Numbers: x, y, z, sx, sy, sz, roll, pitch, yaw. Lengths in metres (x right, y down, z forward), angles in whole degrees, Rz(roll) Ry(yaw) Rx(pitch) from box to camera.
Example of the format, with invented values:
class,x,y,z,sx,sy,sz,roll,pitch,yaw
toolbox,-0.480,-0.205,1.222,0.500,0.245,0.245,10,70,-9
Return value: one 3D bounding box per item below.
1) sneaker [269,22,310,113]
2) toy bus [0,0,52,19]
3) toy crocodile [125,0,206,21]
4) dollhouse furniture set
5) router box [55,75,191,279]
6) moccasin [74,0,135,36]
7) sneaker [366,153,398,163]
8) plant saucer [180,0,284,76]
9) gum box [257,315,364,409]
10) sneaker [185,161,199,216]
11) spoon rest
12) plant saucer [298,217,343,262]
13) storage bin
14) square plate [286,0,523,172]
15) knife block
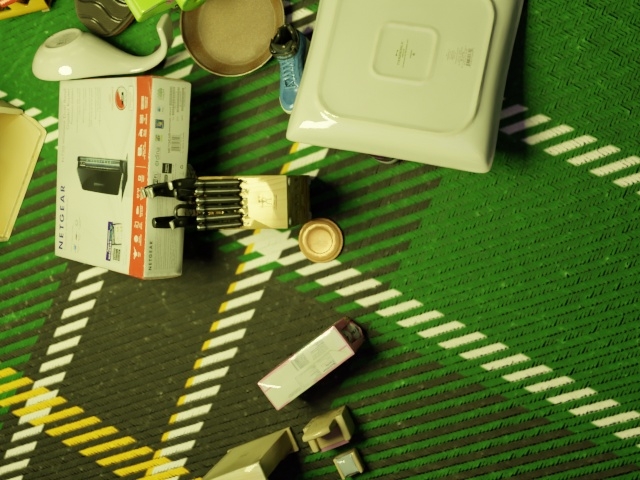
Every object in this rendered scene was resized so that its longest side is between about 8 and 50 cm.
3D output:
class,x,y,z,sx,sy,sz,roll,pitch,yaw
sneaker,-0.057,-0.302,1.360,0.058,0.084,0.152,2,76,26
toy bus,-0.542,-0.480,1.469,0.202,0.104,0.191,28,64,28
toy crocodile,-0.186,-0.490,1.347,0.340,0.105,0.115,-36,87,-2
dollhouse furniture set,-0.037,0.504,1.393,0.286,0.198,0.303,-24,90,14
router box,-0.361,-0.117,1.402,0.301,0.082,0.335,8,97,43
moccasin,-0.336,-0.542,1.401,0.139,0.147,0.380,22,119,-5
sneaker,0.045,-0.208,1.360,0.224,0.098,0.083,27,101,9
plant saucer,-0.156,-0.396,1.422,0.199,0.036,0.198,1,96,14
gum box,-0.011,0.214,1.406,0.188,0.107,0.062,-38,86,14
sneaker,-0.285,-0.127,1.461,0.088,0.093,0.225,-35,70,52
spoon rest,-0.389,-0.337,1.406,0.276,0.137,0.084,-6,133,16
plant saucer,0.000,0.000,1.433,0.083,0.013,0.083,1,95,14
storage bin,-0.665,-0.131,1.451,0.123,0.262,0.260,26,100,12
square plate,0.141,-0.305,1.300,0.344,0.049,0.347,11,79,11
knife block,-0.155,-0.066,1.324,0.242,0.276,0.088,1,95,11
